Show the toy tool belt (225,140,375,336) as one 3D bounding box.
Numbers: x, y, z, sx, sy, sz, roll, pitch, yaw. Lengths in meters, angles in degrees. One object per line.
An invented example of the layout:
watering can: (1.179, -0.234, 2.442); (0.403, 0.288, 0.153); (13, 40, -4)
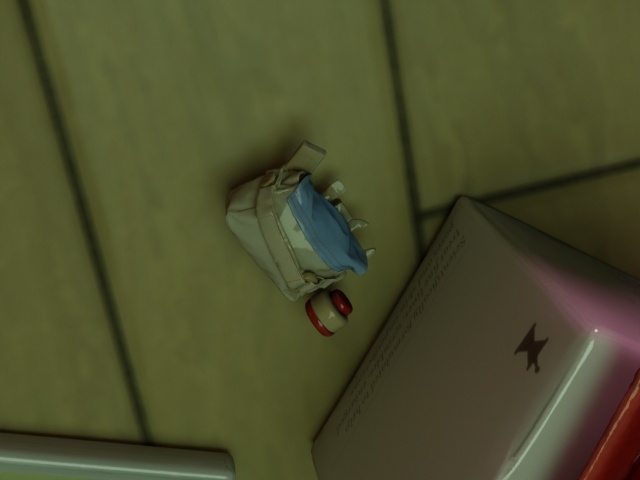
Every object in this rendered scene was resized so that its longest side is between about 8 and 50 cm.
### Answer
toy tool belt: (0.000, 0.000, 0.504); (0.051, 0.052, 0.083); (-33, 115, 12)

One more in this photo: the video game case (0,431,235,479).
video game case: (-0.161, 0.179, 0.558); (0.212, 0.023, 0.193); (8, 110, -13)

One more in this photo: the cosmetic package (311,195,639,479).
cosmetic package: (0.120, 0.100, 0.512); (0.183, 0.151, 0.151); (25, 104, -20)

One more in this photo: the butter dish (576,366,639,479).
butter dish: (0.165, 0.125, 0.383); (0.159, 0.118, 0.160); (20, 104, -19)
